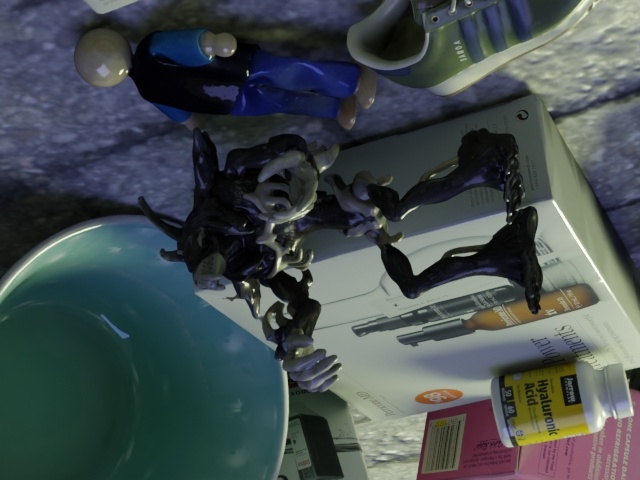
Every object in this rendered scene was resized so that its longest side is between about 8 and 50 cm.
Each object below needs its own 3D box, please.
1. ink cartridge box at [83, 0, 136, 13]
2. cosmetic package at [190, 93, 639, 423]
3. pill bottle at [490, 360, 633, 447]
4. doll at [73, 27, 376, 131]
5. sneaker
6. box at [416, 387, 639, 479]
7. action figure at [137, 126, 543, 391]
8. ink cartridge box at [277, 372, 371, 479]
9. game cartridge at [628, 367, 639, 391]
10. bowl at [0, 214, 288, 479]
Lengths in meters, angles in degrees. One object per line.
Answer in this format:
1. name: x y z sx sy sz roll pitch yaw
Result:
1. ink cartridge box: -0.110 -0.211 0.590 0.134 0.078 0.231 -16 151 19
2. cosmetic package: 0.104 0.039 1.099 0.284 0.097 0.377 -13 152 21
3. pill bottle: 0.213 0.142 1.145 0.116 0.065 0.065 -13 152 13
4. doll: -0.065 -0.104 0.841 0.189 0.046 0.129 5 160 -18
5. sneaker: 0.091 -0.145 0.766 0.086 0.064 0.192 8 154 -34
6. box: 0.260 0.222 1.360 0.243 0.117 0.213 17 162 -19
7. action figure: 0.000 0.000 0.859 0.276 0.141 0.164 -7 118 16
8. ink cartridge box: -0.055 0.236 1.219 0.197 0.273 0.114 -11 123 -5
9. game cartridge: 0.441 0.130 1.293 0.230 0.068 0.355 -3 161 4
10. bowl: -0.195 0.139 1.071 0.312 0.311 0.163 20 163 -40
